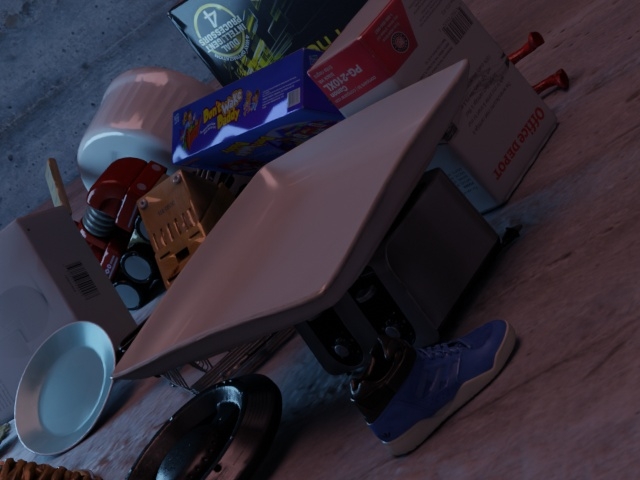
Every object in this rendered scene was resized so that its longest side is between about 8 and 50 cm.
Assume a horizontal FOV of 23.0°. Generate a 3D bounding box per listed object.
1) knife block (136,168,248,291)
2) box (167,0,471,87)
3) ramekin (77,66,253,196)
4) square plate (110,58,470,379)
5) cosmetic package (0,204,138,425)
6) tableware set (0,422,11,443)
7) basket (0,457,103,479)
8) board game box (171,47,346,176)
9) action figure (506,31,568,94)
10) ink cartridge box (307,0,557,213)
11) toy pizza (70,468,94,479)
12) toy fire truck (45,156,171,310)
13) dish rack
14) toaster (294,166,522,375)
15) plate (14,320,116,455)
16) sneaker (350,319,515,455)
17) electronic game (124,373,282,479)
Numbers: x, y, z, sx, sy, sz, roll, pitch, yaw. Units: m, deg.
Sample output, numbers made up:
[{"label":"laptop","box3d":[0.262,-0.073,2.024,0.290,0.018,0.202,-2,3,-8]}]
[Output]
[{"label":"knife block","box3d":[-0.139,0.002,2.229,0.088,0.242,0.276,-35,60,22]},{"label":"box","box3d":[0.009,-0.300,2.254,0.395,0.318,0.097,-24,22,43]},{"label":"ramekin","box3d":[-0.247,-0.124,2.473,0.277,0.277,0.135,-24,29,46]},{"label":"square plate","box3d":[-0.021,-0.008,1.555,0.344,0.049,0.347,-25,24,47]},{"label":"cosmetic package","box3d":[-0.414,0.108,2.215,0.224,0.224,0.138,-32,-3,22]},{"label":"tableware set","box3d":[-0.509,0.320,2.273,0.168,0.020,0.141,-40,13,2]},{"label":"basket","box3d":[-0.238,0.370,1.324,0.213,0.223,0.299,8,39,25]},{"label":"board game box","box3d":[-0.015,-0.155,2.077,0.347,0.233,0.078,-16,70,56]},{"label":"action figure","box3d":[0.149,-0.134,1.858,0.280,0.091,0.139,-33,4,23]},{"label":"ink cartridge box","box3d":[0.126,-0.157,1.711,0.100,0.237,0.172,-28,19,47]},{"label":"toy pizza","box3d":[-0.345,0.331,1.814,0.201,0.032,0.201,-37,15,11]},{"label":"toy fire truck","box3d":[-0.330,-0.050,2.393,0.217,0.246,0.158,-64,-2,37]},{"label":"dish rack","box3d":[-0.119,0.097,1.879,0.208,0.074,0.271,-43,15,-12]},{"label":"toaster","box3d":[0.074,0.027,1.540,0.168,0.110,0.186,-22,22,47]},{"label":"plate","box3d":[-0.331,0.196,2.067,0.188,0.024,0.188,-20,55,32]},{"label":"sneaker","box3d":[0.091,0.101,1.328,0.152,0.084,0.058,-42,15,-10]},{"label":"electronic game","box3d":[-0.124,0.225,1.558,0.229,0.048,0.229,-40,20,18]}]
